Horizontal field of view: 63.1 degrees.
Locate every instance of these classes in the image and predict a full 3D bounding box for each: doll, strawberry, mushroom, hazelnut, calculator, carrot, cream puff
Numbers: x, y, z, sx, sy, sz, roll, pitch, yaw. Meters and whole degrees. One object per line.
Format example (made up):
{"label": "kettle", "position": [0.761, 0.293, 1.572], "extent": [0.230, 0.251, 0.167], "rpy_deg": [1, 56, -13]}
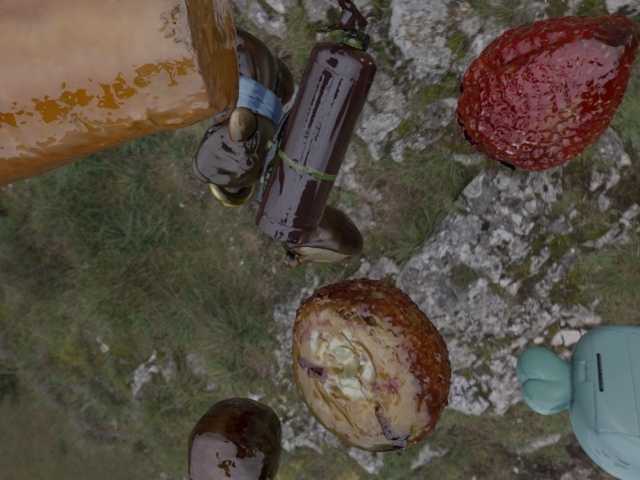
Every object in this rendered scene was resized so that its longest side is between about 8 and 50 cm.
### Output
{"label": "doll", "position": [-0.170, -0.263, 1.072], "extent": [0.209, 0.340, 0.318], "rpy_deg": [-10, 153, 15]}
{"label": "strawberry", "position": [0.367, -0.251, 0.843], "extent": [0.238, 0.288, 0.250], "rpy_deg": [14, 80, -10]}
{"label": "mushroom", "position": [-0.002, -0.015, 1.200], "extent": [0.194, 0.231, 0.138], "rpy_deg": [-9, 81, -9]}
{"label": "hazelnut", "position": [-0.192, 0.467, 1.175], "extent": [0.217, 0.234, 0.218], "rpy_deg": [5, 145, 4]}
{"label": "calculator", "position": [0.332, 0.150, 0.470], "extent": [0.295, 0.184, 0.042], "rpy_deg": [9, 126, 19]}
{"label": "carrot", "position": [-0.197, -0.152, 0.433], "extent": [0.254, 0.196, 0.196], "rpy_deg": [-7, 111, 6]}
{"label": "cream puff", "position": [0.069, 0.163, 0.699], "extent": [0.240, 0.164, 0.240], "rpy_deg": [7, 101, 37]}

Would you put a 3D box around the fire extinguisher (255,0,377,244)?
{"label": "fire extinguisher", "position": [-0.010, -0.161, 0.726], "extent": [0.105, 0.141, 0.341], "rpy_deg": [31, 117, 22]}
